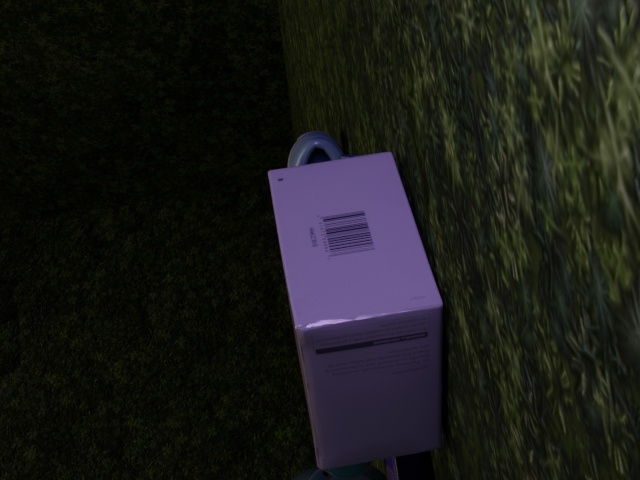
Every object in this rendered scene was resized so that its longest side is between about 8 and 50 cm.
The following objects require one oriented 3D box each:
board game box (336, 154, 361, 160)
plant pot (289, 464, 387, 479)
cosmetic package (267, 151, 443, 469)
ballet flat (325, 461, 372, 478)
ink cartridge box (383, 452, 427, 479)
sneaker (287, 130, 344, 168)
[{"bbox_3d":[0.020,-0.016,1.381,0.201,0.035,0.136,125,143,-57],"label":"board game box"},{"bbox_3d":[0.029,0.523,1.708,0.255,0.271,0.272,112,151,-57],"label":"plant pot"},{"bbox_3d":[0.037,0.071,0.971,0.224,0.138,0.225,-102,5,-46],"label":"cosmetic package"},{"bbox_3d":[0.037,0.163,1.274,0.106,0.107,0.316,-83,1,-72],"label":"ballet flat"},{"bbox_3d":[0.116,0.338,1.215,0.208,0.045,0.206,92,170,-86],"label":"ink cartridge box"},{"bbox_3d":[0.000,0.000,1.572,0.150,0.135,0.366,-90,-10,-87],"label":"sneaker"}]
